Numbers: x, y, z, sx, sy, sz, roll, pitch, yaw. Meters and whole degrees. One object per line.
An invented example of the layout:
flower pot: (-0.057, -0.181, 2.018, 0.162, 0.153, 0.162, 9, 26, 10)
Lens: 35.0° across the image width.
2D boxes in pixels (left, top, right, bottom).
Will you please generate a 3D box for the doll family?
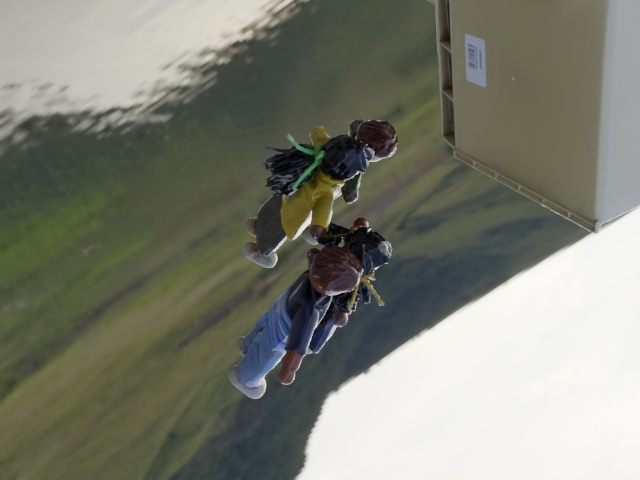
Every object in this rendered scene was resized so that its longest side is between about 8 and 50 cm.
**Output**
doll family: (0.000, 0.000, 0.557, 0.111, 0.076, 0.193, -44, -142, 43)

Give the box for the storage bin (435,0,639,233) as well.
storage bin: (0.239, -0.183, 1.039, 0.123, 0.262, 0.260, -25, -142, -24)

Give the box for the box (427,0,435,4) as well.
box: (0.413, -0.449, 1.180, 0.297, 0.472, 0.479, -24, 131, -69)
